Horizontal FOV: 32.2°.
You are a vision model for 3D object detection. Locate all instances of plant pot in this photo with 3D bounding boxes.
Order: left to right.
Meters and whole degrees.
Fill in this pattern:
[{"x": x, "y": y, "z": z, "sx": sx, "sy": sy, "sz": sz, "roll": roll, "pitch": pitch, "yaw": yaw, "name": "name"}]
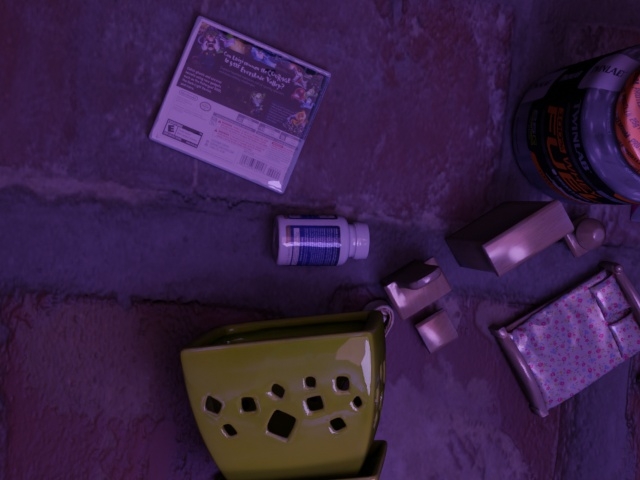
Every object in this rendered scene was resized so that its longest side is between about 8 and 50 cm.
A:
[{"x": -0.028, "y": 0.205, "z": 1.338, "sx": 0.228, "sy": 0.227, "sz": 0.207, "roll": -7, "pitch": 91, "yaw": 7, "name": "plant pot"}]

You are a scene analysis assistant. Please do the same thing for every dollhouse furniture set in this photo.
[{"x": 0.300, "y": 0.135, "z": 1.451, "sx": 0.303, "sy": 0.174, "sz": 0.355, "roll": -30, "pitch": 97, "yaw": -8, "name": "dollhouse furniture set"}]

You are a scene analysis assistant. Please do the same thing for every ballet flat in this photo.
[{"x": 0.043, "y": 0.151, "z": 1.463, "sx": 0.057, "sy": 0.052, "sz": 0.168, "roll": 30, "pitch": 86, "yaw": -10, "name": "ballet flat"}]

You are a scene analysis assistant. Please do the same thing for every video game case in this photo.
[{"x": -0.104, "y": -0.175, "z": 1.442, "sx": 0.190, "sy": 0.022, "sz": 0.173, "roll": 22, "pitch": 88, "yaw": -10, "name": "video game case"}]

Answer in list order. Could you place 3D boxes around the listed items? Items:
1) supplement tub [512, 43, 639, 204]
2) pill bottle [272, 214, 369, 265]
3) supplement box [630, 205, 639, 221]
[{"x": 0.380, "y": -0.140, "z": 1.386, "sx": 0.193, "sy": 0.316, "sz": 0.193, "roll": 0, "pitch": 91, "yaw": -11, "name": "supplement tub"}, {"x": 0.000, "y": 0.000, "z": 1.443, "sx": 0.120, "sy": 0.067, "sz": 0.067, "roll": 0, "pitch": 92, "yaw": -11, "name": "pill bottle"}, {"x": 0.514, "y": -0.070, "z": 1.463, "sx": 0.114, "sy": 0.220, "sz": 0.111, "roll": 7, "pitch": 90, "yaw": -10, "name": "supplement box"}]
